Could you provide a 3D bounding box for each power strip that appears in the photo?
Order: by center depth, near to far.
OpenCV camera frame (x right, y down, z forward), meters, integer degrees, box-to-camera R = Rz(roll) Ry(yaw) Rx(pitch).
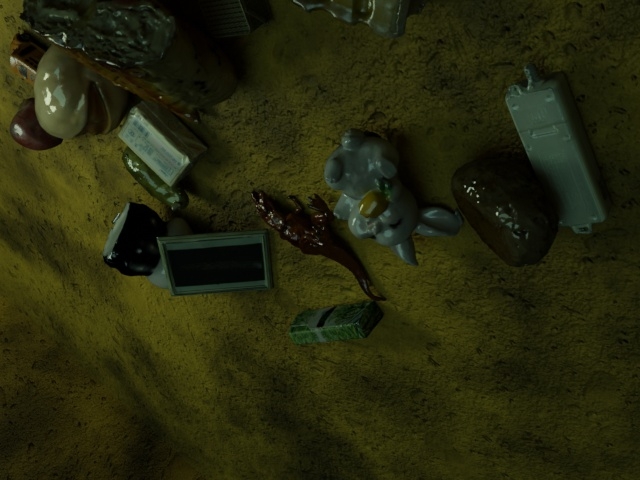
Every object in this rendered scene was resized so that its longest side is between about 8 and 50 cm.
[{"bbox_3d":[0.416,-0.160,1.215,0.098,0.058,0.338,-7,123,42],"label":"power strip"}]

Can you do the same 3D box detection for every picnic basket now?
[{"bbox_3d":[-0.177,-0.484,1.355,0.115,0.079,0.164,5,130,35],"label":"picnic basket"}]

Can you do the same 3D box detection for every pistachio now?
[{"bbox_3d":[-0.583,-0.373,1.691,0.230,0.230,0.309,40,144,-1],"label":"pistachio"}]

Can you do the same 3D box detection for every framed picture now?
[{"bbox_3d":[-0.280,0.067,1.884,0.293,0.018,0.231,-5,133,-3],"label":"framed picture"}]

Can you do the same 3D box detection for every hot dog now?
[{"bbox_3d":[-0.357,-0.394,1.426,0.367,0.196,0.365,28,177,20],"label":"hot dog"}]

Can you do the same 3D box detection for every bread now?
[{"bbox_3d":[0.346,-0.058,1.279,0.230,0.123,0.230,52,177,4],"label":"bread"}]

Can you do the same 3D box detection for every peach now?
[{"bbox_3d":[-0.792,-0.320,1.959,0.152,0.152,0.152,22,138,21],"label":"peach"}]

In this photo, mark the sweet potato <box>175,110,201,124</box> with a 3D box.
[{"bbox_3d":[-0.358,-0.349,1.648,0.202,0.055,0.058,47,119,-8],"label":"sweet potato"}]

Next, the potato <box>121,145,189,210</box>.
[{"bbox_3d":[-0.437,-0.169,1.845,0.225,0.090,0.117,46,179,0],"label":"potato"}]

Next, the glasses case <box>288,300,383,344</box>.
[{"bbox_3d":[0.034,0.219,1.851,0.272,0.095,0.062,-15,112,45],"label":"glasses case"}]

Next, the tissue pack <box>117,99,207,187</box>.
[{"bbox_3d":[-0.398,-0.248,1.747,0.196,0.092,0.148,46,140,-6],"label":"tissue pack"}]

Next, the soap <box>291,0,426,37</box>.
[{"bbox_3d":[0.044,-0.525,1.084,0.293,0.156,0.335,22,138,16],"label":"soap"}]

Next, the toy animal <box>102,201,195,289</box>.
[{"bbox_3d":[-0.468,0.018,1.971,0.267,0.212,0.213,23,150,-31],"label":"toy animal"}]

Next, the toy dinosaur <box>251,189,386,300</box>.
[{"bbox_3d":[0.000,0.000,1.668,0.432,0.097,0.208,40,155,5],"label":"toy dinosaur"}]

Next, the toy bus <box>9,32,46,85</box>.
[{"bbox_3d":[-0.744,-0.456,1.822,0.194,0.088,0.083,35,142,6],"label":"toy bus"}]

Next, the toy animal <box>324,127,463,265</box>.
[{"bbox_3d":[0.134,-0.087,1.442,0.325,0.154,0.208,33,124,-25],"label":"toy animal"}]
